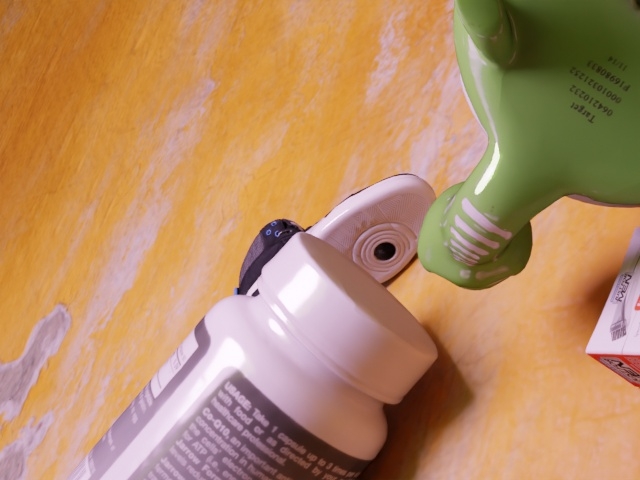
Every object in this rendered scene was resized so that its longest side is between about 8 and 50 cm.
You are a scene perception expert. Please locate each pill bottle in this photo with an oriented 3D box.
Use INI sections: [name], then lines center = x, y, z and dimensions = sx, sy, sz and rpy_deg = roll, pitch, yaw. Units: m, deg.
[pill bottle]
center = -0.055, 0.144, 1.333
dimensions = 0.283, 0.161, 0.161
rpy_deg = -49, 28, 10

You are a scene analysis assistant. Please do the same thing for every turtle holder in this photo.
[turtle holder]
center = 0.201, -0.115, 1.180
dimensions = 0.227, 0.243, 0.320
rpy_deg = 11, -93, -86

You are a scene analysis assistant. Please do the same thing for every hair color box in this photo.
[hair color box]
center = 0.245, 0.040, 1.096
dimensions = 0.167, 0.053, 0.093
rpy_deg = -1, 59, 55

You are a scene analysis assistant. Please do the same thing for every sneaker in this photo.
[sneaker]
center = 0.000, 0.000, 1.494
dimensions = 0.217, 0.079, 0.121
rpy_deg = -45, 30, 20
